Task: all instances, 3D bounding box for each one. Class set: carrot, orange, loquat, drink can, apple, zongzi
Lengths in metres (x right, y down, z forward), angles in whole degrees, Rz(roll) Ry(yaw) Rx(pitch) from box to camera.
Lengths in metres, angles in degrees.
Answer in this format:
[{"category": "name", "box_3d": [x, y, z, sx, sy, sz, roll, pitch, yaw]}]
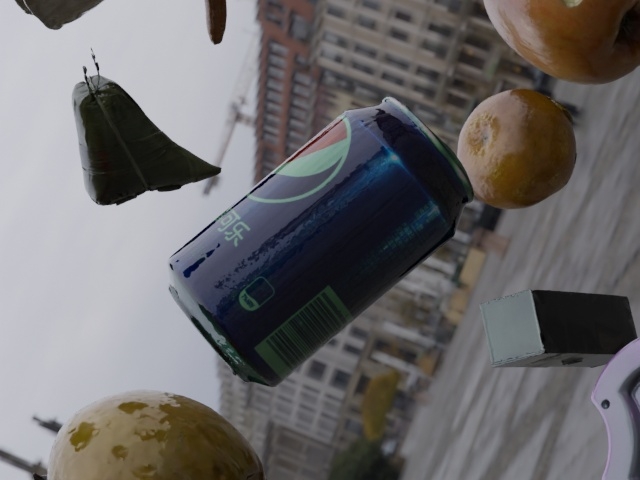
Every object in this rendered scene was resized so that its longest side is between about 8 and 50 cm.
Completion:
[{"category": "carrot", "box_3d": [-0.154, -0.406, 1.779, 0.043, 0.043, 0.247, -42, -49, -78]}, {"category": "orange", "box_3d": [0.247, -0.111, 1.542, 0.155, 0.134, 0.154, -28, 52, 42]}, {"category": "loquat", "box_3d": [-0.175, 0.265, 1.255, 0.244, 0.244, 0.244, 21, -90, -84]}, {"category": "drink can", "box_3d": [0.000, 0.000, 0.848, 0.205, 0.118, 0.118, -39, -9, -5]}, {"category": "apple", "box_3d": [0.335, -0.331, 1.593, 0.242, 0.241, 0.242, -26, -34, -19]}, {"category": "zongzi", "box_3d": [-0.158, -0.115, 1.124, 0.062, 0.130, 0.154, -129, 31, -58]}]

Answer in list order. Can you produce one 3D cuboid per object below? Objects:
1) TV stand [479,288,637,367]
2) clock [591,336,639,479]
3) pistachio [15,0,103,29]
[{"category": "TV stand", "box_3d": [0.318, 0.118, 1.615, 0.269, 0.083, 0.088, 5, -109, -50]}, {"category": "clock", "box_3d": [0.471, 0.217, 1.382, 0.102, 0.338, 0.338, 24, -93, -46]}, {"category": "pistachio", "box_3d": [-0.338, -0.408, 1.606, 0.226, 0.208, 0.332, -60, -4, -28]}]
